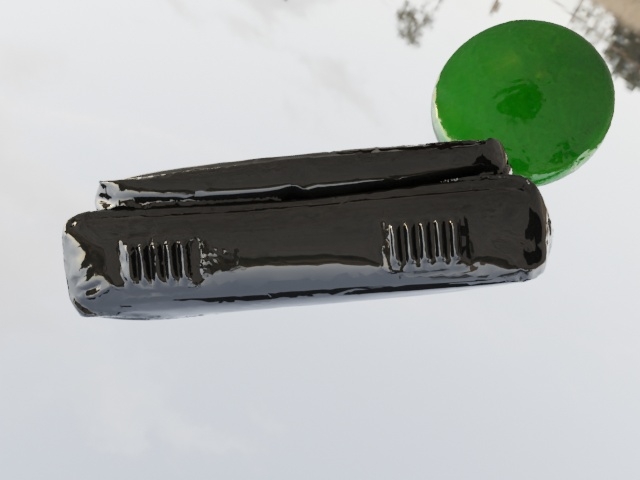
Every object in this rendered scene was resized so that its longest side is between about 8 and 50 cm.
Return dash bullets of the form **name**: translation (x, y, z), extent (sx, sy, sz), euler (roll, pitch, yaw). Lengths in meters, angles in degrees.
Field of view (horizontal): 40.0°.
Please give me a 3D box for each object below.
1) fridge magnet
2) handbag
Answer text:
- **fridge magnet**: translation (0.230, -0.156, 1.011), extent (0.208, 0.208, 0.088), euler (40, 178, 22)
- **handbag**: translation (0.000, 0.000, 0.564), extent (0.275, 0.088, 0.244), euler (-7, 175, 8)
